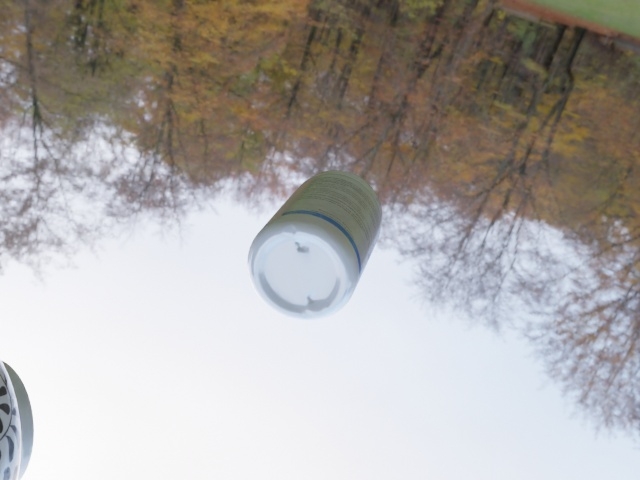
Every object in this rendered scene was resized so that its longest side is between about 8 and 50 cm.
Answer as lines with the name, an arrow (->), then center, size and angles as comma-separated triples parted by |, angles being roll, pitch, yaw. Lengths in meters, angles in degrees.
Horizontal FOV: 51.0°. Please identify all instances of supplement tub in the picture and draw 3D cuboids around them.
supplement tub -> 0.000, 0.000, 0.447 | 0.071, 0.071, 0.107 | 21, -153, 7

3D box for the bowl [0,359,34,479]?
bowl -> -0.205, 0.102, 0.345 | 0.170, 0.170, 0.080 | 31, -165, 29
